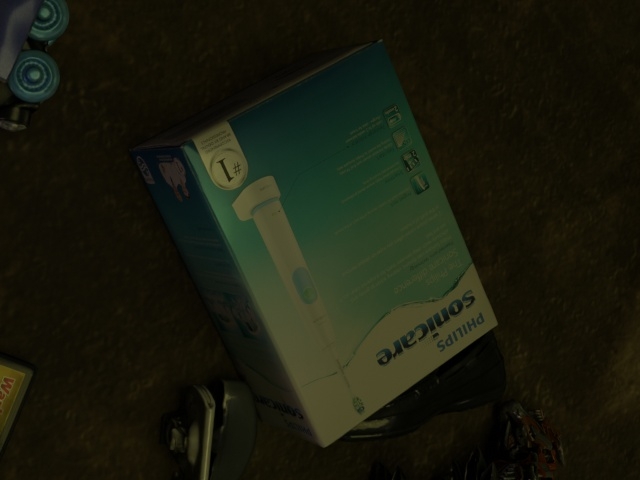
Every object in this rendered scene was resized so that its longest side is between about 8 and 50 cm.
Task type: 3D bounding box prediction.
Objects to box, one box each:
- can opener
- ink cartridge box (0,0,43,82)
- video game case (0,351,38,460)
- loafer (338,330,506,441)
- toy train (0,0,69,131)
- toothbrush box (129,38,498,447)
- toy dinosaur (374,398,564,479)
[{"bbox_3d":[-0.103,0.266,1.006,0.095,0.076,0.283,3,93,-28],"label":"can opener"},{"bbox_3d":[-0.318,-0.315,0.818,0.307,0.072,0.303,22,81,-10],"label":"ink cartridge box"},{"bbox_3d":[-0.387,0.183,0.869,0.248,0.035,0.275,26,80,-27],"label":"video game case"},{"bbox_3d":[0.090,0.140,1.105,0.223,0.076,0.078,-13,101,-33],"label":"loafer"},{"bbox_3d":[-0.257,-0.182,0.895,0.105,0.080,0.184,8,88,-22],"label":"toy train"},{"bbox_3d":[0.000,0.000,1.017,0.216,0.126,0.295,-33,107,-24],"label":"toothbrush box"},{"bbox_3d":[0.174,0.299,1.092,0.218,0.164,0.322,35,32,-30],"label":"toy dinosaur"}]
